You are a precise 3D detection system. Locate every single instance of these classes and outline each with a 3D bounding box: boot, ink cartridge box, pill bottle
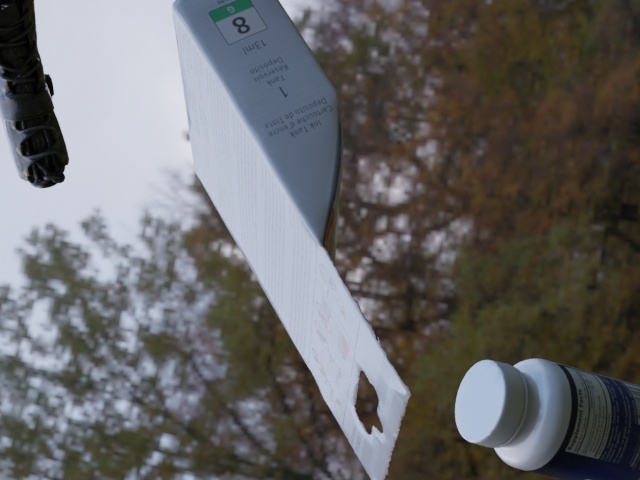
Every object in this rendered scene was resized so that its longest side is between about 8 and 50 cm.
[{"bbox_3d":[-0.264,-0.157,1.232,0.263,0.091,0.229,-142,38,-72],"label":"boot"},{"bbox_3d":[0.000,0.000,0.708,0.056,0.225,0.181,-28,-20,-13],"label":"ink cartridge box"},{"bbox_3d":[0.201,0.152,1.167,0.169,0.094,0.094,17,-100,-26],"label":"pill bottle"}]
